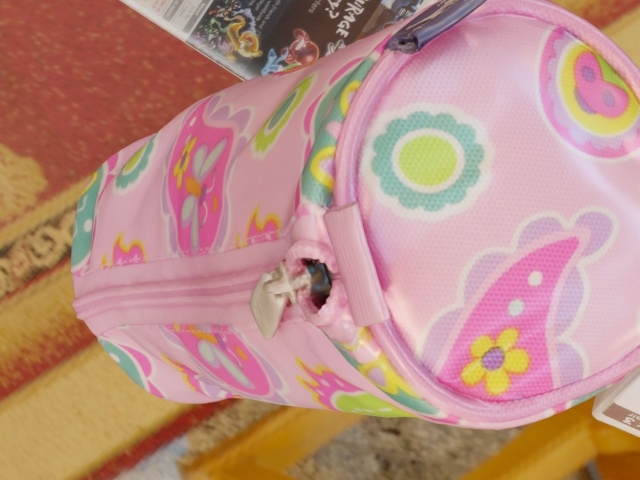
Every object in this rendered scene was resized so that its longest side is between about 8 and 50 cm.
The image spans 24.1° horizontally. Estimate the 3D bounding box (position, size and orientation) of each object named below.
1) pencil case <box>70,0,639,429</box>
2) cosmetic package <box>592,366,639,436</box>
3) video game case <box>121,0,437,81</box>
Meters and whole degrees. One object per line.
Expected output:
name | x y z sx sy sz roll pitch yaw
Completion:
pencil case | 0.000 0.000 0.503 0.124 0.284 0.124 1 87 -23
cosmetic package | 0.337 -0.031 0.981 0.217 0.156 0.385 20 59 -3
video game case | -0.008 -0.173 0.750 0.173 0.022 0.190 32 104 -16
